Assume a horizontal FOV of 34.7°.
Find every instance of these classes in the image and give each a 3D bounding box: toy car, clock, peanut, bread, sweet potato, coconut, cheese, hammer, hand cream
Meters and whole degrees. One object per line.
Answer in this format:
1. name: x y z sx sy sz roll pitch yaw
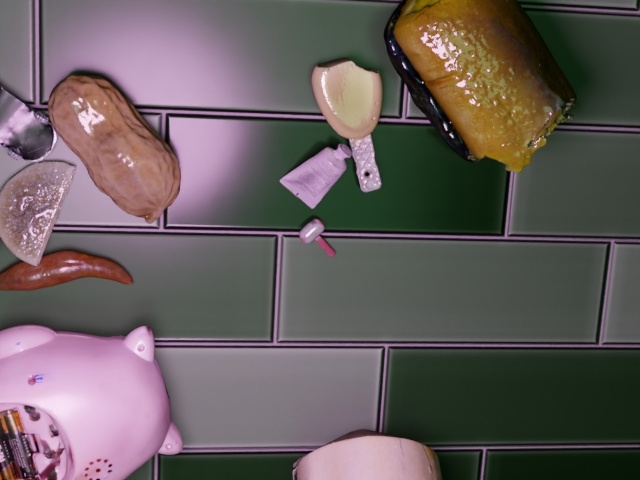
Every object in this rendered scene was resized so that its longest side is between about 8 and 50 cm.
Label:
1. toy car: -0.555 -0.217 1.795 0.205 0.056 0.095 36 95 -14
2. clock: -0.458 0.322 1.838 0.377 0.250 0.368 -14 105 -5
3. peanut: -0.352 -0.165 1.789 0.143 0.159 0.291 -43 107 -24
4. bread: 0.287 -0.310 1.833 0.251 0.208 0.376 -36 102 -4
5. bread: -0.524 -0.063 1.831 0.112 0.036 0.192 21 86 -1
6. sweet potato: -0.474 0.056 1.875 0.255 0.058 0.078 -4 120 -10
7. coconut: 0.094 0.497 1.947 0.323 0.323 0.322 -2 104 -8
8. cheese: 0.070 -0.214 1.895 0.127 0.050 0.255 -17 107 -6
9. hammer: 0.000 0.000 1.946 0.052 0.031 0.083 -40 112 6
10. hand cream: 0.001 -0.127 1.899 0.084 0.053 0.142 41 122 -14
